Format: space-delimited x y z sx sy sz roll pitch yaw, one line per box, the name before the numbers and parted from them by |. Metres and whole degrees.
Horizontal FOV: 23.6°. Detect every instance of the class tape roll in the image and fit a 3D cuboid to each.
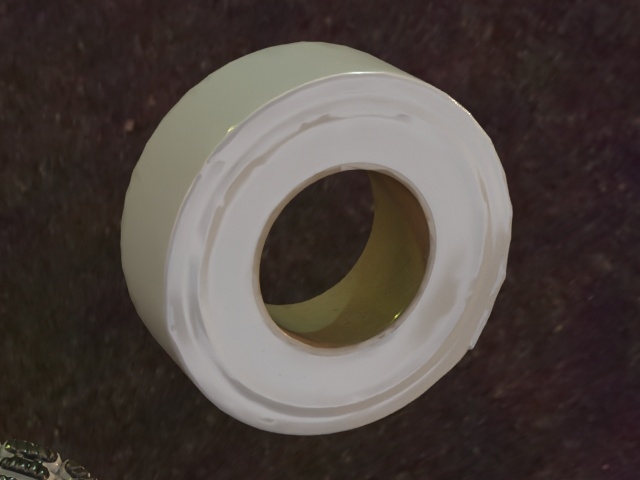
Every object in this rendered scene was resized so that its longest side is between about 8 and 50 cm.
tape roll | 0.000 0.000 1.146 0.286 0.100 0.286 -10 113 -24

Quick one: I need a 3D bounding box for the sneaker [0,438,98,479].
sneaker | -0.256 0.199 1.048 0.279 0.118 0.107 15 33 11
